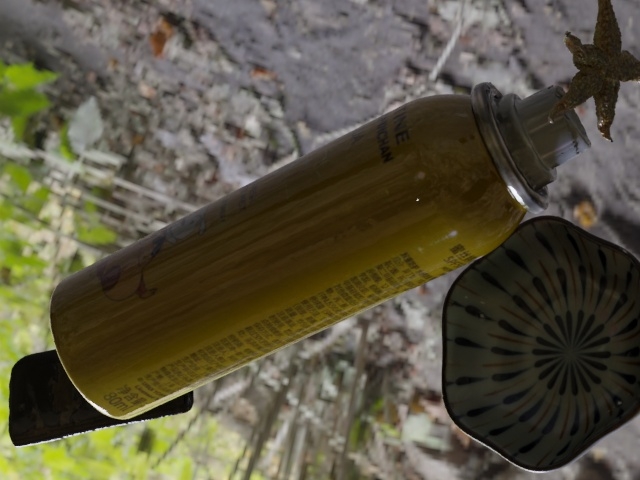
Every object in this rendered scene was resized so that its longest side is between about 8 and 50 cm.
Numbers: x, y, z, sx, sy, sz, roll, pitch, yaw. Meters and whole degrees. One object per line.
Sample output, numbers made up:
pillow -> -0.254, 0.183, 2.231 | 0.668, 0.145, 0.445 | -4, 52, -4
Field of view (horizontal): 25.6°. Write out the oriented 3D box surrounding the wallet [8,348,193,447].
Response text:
wallet -> -0.174, 0.113, 1.114 | 0.156, 0.082, 0.018 | -12, 153, 14

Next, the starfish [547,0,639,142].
starfish -> 0.162, -0.100, 0.796 | 0.016, 0.086, 0.092 | 17, 114, 48

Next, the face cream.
face cream -> 0.000, 0.000, 0.869 | 0.348, 0.105, 0.105 | -25, 128, 19

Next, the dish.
dish -> 0.180, 0.080, 1.049 | 0.190, 0.191, 0.066 | -21, 154, 35
